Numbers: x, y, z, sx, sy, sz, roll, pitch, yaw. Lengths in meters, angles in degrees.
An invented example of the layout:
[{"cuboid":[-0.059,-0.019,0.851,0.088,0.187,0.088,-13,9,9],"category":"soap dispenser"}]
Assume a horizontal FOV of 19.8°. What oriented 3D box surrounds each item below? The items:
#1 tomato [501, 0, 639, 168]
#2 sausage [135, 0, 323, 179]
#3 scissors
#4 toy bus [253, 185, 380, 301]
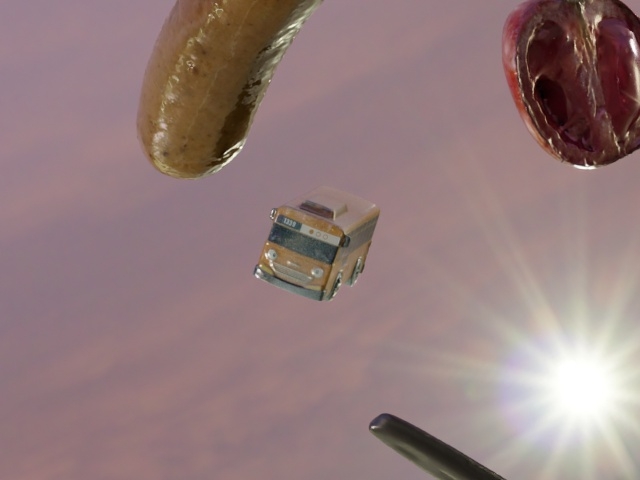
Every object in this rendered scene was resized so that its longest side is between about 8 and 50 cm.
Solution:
[{"cuboid":[0.238,-0.155,1.804,0.189,0.173,0.099,-9,4,-33],"category":"tomato"},{"cuboid":[-0.064,-0.236,1.799,0.501,0.136,0.123,-54,3,43],"category":"sausage"},{"cuboid":[0.109,0.147,1.009,0.220,0.017,0.088,34,-28,-28],"category":"scissors"},{"cuboid":[0.000,0.000,2.016,0.182,0.091,0.103,-31,-39,-72],"category":"toy bus"}]
